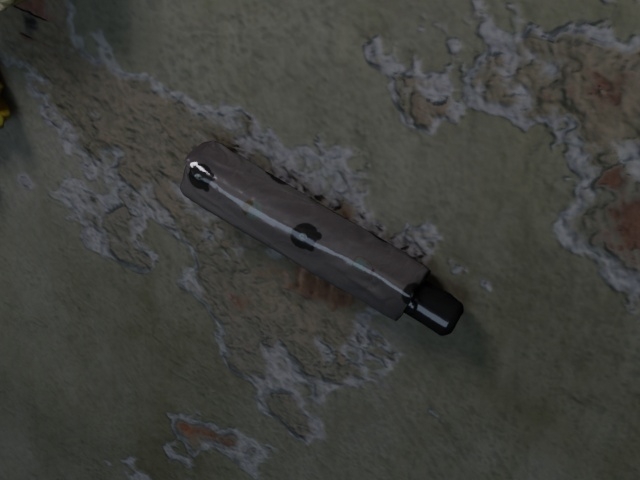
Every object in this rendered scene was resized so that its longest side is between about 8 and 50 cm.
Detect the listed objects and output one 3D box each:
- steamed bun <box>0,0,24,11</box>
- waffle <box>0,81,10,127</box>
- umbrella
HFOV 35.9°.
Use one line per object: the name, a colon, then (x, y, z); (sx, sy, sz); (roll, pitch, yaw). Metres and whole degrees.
steamed bun: (-0.379, -0.355, 0.957); (0.292, 0.137, 0.295); (16, 152, 6)
waffle: (-0.506, -0.196, 1.243); (0.281, 0.058, 0.301); (30, 139, 10)
umbrella: (0.000, 0.000, 1.055); (0.337, 0.067, 0.073); (30, 150, 9)
